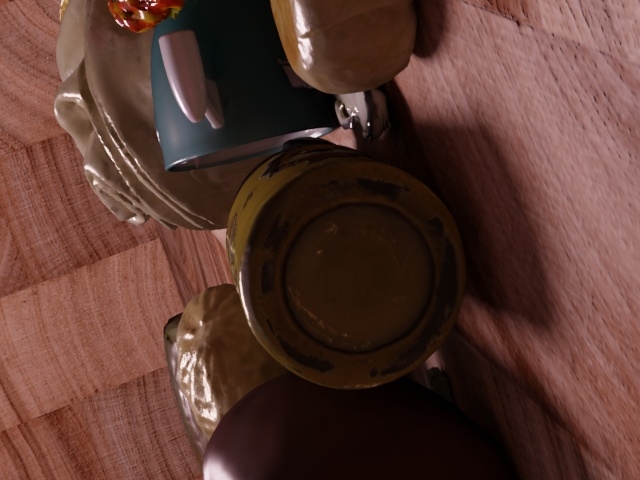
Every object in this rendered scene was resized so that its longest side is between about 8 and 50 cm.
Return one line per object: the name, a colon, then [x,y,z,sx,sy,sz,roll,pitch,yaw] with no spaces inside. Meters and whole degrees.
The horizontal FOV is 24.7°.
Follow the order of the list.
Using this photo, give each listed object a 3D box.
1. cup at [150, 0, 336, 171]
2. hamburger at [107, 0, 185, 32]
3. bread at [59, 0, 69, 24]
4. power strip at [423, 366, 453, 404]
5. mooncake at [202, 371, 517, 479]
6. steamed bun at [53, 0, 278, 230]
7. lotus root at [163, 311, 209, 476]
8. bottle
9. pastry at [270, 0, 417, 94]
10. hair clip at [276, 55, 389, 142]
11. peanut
cup: [-0.085,-0.167,1.383,0.299,0.167,0.173,-6,-98,-75]
hamburger: [-0.154,-0.338,1.223,0.294,0.179,0.276,66,150,14]
bread: [-0.262,-0.252,2.031,0.250,0.179,0.133,94,163,-46]
power strip: [0.114,0.152,1.369,0.027,0.017,0.083,-130,21,-57]
mooncake: [0.029,0.283,1.260,0.325,0.334,0.174,31,177,-29]
steamed bun: [-0.193,-0.149,1.674,0.324,0.219,0.310,49,166,19]
lotus root: [-0.014,0.209,1.553,0.346,0.250,0.250,66,170,-5]
bottle: [0.000,0.000,1.230,0.351,0.171,0.172,-134,25,-77]
pastry: [0.011,-0.182,1.057,0.156,0.092,0.156,167,90,-79]
hair clip: [0.012,-0.144,1.236,0.116,0.049,0.172,67,167,-14]
peanut: [-0.051,0.185,1.365,0.136,0.120,0.298,-81,-25,-73]
